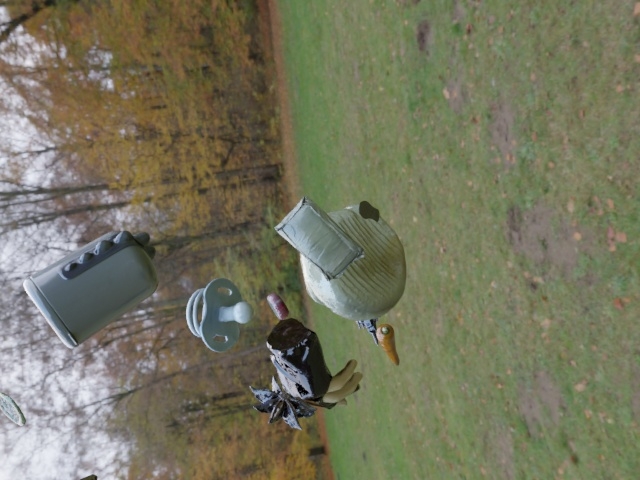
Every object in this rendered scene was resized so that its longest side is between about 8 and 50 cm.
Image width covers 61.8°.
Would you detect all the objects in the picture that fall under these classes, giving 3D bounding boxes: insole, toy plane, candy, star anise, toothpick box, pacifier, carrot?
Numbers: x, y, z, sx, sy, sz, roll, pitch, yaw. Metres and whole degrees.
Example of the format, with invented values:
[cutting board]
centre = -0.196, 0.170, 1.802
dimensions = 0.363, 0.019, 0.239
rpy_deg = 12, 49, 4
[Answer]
[insole]
centre = 0.122, -0.070, 1.322
dimensions = 0.135, 0.002, 0.045
rpy_deg = 18, -104, -62
[toy plane]
centre = 0.206, 0.348, 2.218
dimensions = 0.061, 0.130, 0.189
rpy_deg = 36, -149, -42
[candy]
centre = -0.151, 0.235, 1.913
dimensions = 0.103, 0.043, 0.103
rpy_deg = 53, 166, 19
[star anise]
centre = -0.112, 0.493, 1.597
dimensions = 0.181, 0.204, 0.061
rpy_deg = -104, 26, -57
[toothpick box]
centre = -0.564, 0.098, 1.374
dimensions = 0.229, 0.316, 0.229
rpy_deg = 40, 152, 27
[pacifier]
centre = -0.371, 0.290, 2.135
dimensions = 0.244, 0.232, 0.300
rpy_deg = 25, -119, -54
[carrot]
centre = 0.236, 0.360, 1.834
dimensions = 0.257, 0.061, 0.061
rpy_deg = 68, -173, -48

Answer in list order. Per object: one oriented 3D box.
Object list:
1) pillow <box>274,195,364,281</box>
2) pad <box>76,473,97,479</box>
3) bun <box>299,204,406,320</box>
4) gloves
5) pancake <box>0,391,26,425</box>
[pillow]
centre = 0.000, 0.000, 1.296
dimensions = 0.208, 0.119, 0.053
rpy_deg = 45, 179, -8
[pad]
centre = -0.762, 0.883, 1.638
dimensions = 0.286, 0.018, 0.284
rpy_deg = 100, 175, -73
[bun]
centre = 0.088, 0.081, 1.642
dimensions = 0.219, 0.364, 0.366
rpy_deg = -35, 59, 53
[gloves]
centre = -0.015, 0.299, 1.232
dimensions = 0.301, 0.152, 0.197
rpy_deg = 40, 173, -33
[pancake]
centre = -0.779, 0.421, 1.343
dimensions = 0.017, 0.107, 0.108
rpy_deg = -40, -48, -49
